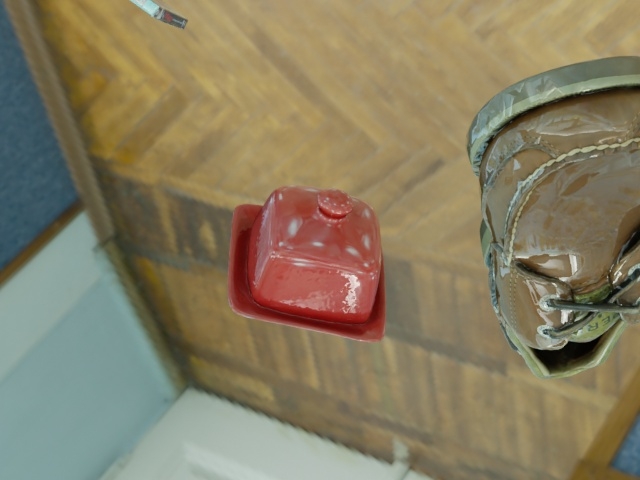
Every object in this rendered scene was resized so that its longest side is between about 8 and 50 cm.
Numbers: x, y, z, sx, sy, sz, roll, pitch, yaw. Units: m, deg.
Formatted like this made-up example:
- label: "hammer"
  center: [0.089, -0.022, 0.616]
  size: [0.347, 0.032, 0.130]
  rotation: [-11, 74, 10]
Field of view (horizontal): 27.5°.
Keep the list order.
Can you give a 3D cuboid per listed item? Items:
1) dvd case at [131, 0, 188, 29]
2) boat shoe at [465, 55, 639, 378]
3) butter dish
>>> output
- label: "dvd case"
  center: [-0.163, -0.216, 1.127]
  size: [0.087, 0.013, 0.119]
  rotation: [36, -172, 3]
- label: "boat shoe"
  center: [0.140, 0.002, 0.683]
  size: [0.111, 0.104, 0.307]
  rotation: [-11, 163, 6]
- label: "butter dish"
  center: [0.000, 0.000, 1.258]
  size: [0.160, 0.160, 0.118]
  rotation: [13, 131, -11]
